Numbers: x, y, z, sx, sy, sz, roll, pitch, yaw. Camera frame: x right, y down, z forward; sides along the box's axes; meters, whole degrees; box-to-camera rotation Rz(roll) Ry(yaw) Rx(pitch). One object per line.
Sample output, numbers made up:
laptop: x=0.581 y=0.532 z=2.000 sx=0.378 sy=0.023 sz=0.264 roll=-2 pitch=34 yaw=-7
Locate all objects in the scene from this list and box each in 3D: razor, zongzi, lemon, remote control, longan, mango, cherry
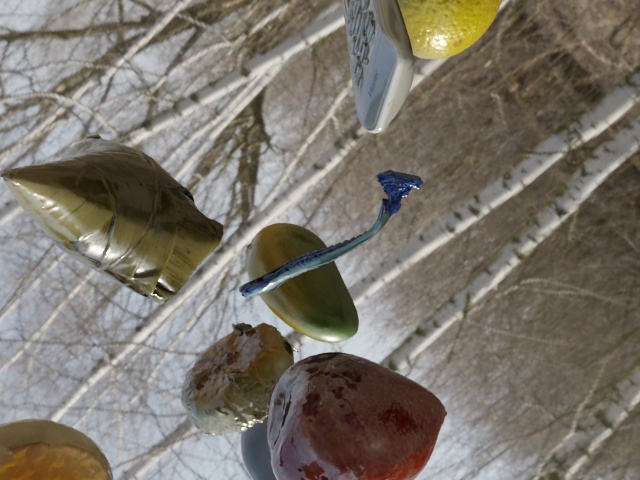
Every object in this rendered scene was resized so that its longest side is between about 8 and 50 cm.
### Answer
razor: x=0.006 y=0.010 z=1.043 sx=0.093 sy=0.324 sz=0.056 roll=4 pitch=-124 yaw=-59
zongzi: x=-0.293 y=-0.074 z=0.859 sx=0.273 sy=0.145 sz=0.300 roll=37 pitch=-178 yaw=37
lemon: x=0.222 y=-0.462 z=1.388 sx=0.228 sy=0.254 sz=0.228 roll=31 pitch=-172 yaw=-5
remote control: x=0.067 y=-0.258 z=0.859 sx=0.055 sy=0.109 sz=0.313 roll=6 pitch=-135 yaw=-10
longan: x=-0.040 y=0.445 z=1.640 sx=0.297 sy=0.297 sz=0.297 roll=43 pitch=-163 yaw=-17
mango: x=-0.033 y=0.079 z=1.308 sx=0.156 sy=0.114 sz=0.251 roll=-23 pitch=-103 yaw=-40
cherry: x=0.044 y=0.270 z=1.020 sx=0.239 sy=0.206 sz=0.239 roll=26 pitch=180 yaw=0

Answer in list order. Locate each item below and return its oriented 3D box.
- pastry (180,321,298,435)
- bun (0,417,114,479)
pastry: x=-0.170 y=0.267 z=1.441 sx=0.257 sy=0.236 sz=0.121 roll=2 pitch=131 yaw=50
bun: x=-0.459 y=0.396 z=1.079 sx=0.164 sy=0.299 sz=0.299 roll=14 pitch=165 yaw=48
